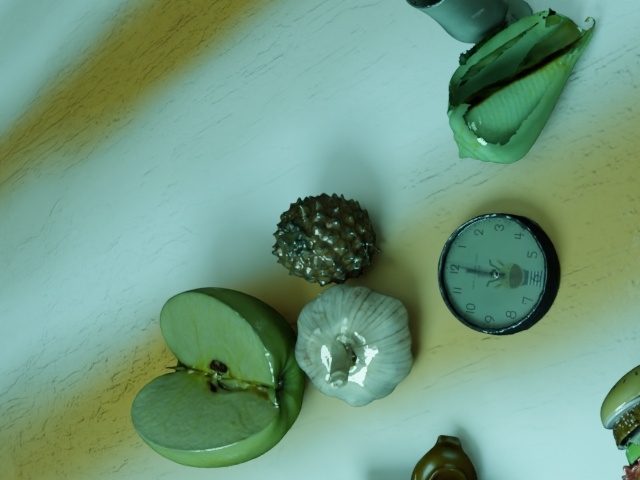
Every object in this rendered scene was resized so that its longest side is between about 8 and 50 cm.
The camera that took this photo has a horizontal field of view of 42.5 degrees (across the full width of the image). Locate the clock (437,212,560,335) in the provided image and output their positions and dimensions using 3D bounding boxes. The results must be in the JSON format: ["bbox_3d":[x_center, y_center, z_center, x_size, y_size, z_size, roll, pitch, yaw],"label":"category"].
[{"bbox_3d":[0.257,0.048,1.209,0.184,0.040,0.184,-5,81,37],"label":"clock"}]

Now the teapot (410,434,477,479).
[{"bbox_3d":[0.180,0.353,1.213,0.098,0.078,0.129,6,98,-3],"label":"teapot"}]

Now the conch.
[{"bbox_3d":[0.268,-0.225,1.168,0.143,0.137,0.250,29,106,18],"label":"conch"}]

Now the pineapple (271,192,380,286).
[{"bbox_3d":[0.000,0.000,1.318,0.166,0.193,0.166,2,93,38],"label":"pineapple"}]

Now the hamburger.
[{"bbox_3d":[0.421,0.213,0.989,0.175,0.175,0.137,-42,55,26],"label":"hamburger"}]

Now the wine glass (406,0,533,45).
[{"bbox_3d":[0.212,-0.337,1.173,0.103,0.231,0.103,-7,79,37],"label":"wine glass"}]

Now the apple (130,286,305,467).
[{"bbox_3d":[-0.154,0.235,1.385,0.258,0.233,0.295,6,78,26],"label":"apple"}]

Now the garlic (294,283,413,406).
[{"bbox_3d":[0.035,0.180,1.242,0.199,0.226,0.199,4,106,16],"label":"garlic"}]
